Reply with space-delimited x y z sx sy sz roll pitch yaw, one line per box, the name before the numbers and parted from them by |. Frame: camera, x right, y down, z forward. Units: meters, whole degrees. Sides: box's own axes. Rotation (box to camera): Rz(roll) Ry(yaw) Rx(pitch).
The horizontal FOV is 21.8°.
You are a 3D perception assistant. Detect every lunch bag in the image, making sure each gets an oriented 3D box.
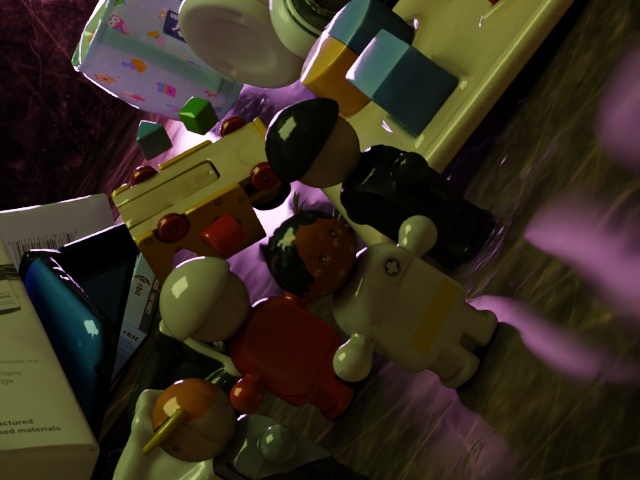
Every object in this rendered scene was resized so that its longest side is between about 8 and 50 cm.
lunch bag | -0.221 -0.258 2.310 0.160 0.223 0.262 -66 13 1

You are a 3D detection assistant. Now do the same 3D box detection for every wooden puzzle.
wooden puzzle | 0.089 -0.175 1.247 0.347 0.080 0.322 -57 17 7

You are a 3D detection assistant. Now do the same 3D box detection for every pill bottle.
pill bottle | -0.039 -0.334 1.948 0.161 0.161 0.283 -34 27 61

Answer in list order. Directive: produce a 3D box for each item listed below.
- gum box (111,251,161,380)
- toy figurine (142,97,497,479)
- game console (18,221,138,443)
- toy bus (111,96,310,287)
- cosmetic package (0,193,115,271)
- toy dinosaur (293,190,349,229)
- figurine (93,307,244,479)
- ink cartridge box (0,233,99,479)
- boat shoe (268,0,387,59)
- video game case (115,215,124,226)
gum box | -0.255 0.119 1.977 0.184 0.041 0.157 -50 15 29
toy figurine | -0.007 0.042 0.993 0.213 0.148 0.209 -52 14 26
game console | -0.219 0.157 1.600 0.250 0.173 0.293 38 121 48
toy bus | -0.095 -0.036 1.596 0.202 0.104 0.191 4 49 28
cosmetic package | -0.419 0.077 2.227 0.385 0.217 0.156 -31 71 59
toy dinosaur | 0.000 0.000 1.358 0.082 0.047 0.090 -121 30 -66
figurine | -0.133 0.189 1.298 0.215 0.092 0.209 -85 21 -63
ink cartridge box | -0.365 0.160 1.507 0.395 0.166 0.285 56 136 44
boat shoe | 0.045 -0.320 1.691 0.119 0.121 0.335 -50 13 50
video game case | -0.308 0.023 2.439 0.193 0.023 0.212 -57 12 7
